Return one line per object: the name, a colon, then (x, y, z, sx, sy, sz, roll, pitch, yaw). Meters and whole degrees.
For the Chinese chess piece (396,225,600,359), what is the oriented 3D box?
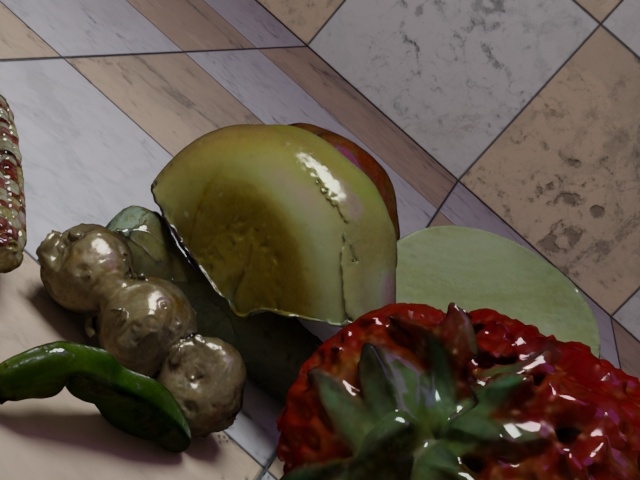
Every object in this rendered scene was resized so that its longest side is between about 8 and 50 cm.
Chinese chess piece: (0.155, 0.096, 1.194, 0.250, 0.101, 0.250, 12, 40, -11)

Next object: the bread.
bread: (-0.016, -0.015, 1.044, 0.260, 0.156, 0.158, 52, 25, 22)

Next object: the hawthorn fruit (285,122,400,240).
hawthorn fruit: (0.000, 0.000, 1.309, 0.248, 0.208, 0.208, 55, 7, -28)

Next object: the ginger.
ginger: (-0.137, 0.069, 0.937, 0.204, 0.080, 0.104, 44, -11, 12)

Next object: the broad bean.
broad bean: (-0.152, 0.106, 0.830, 0.195, 0.061, 0.046, 24, 25, -48)

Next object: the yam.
yam: (-0.047, 0.100, 1.093, 0.371, 0.083, 0.083, 40, 15, -11)

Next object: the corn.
corn: (-0.277, -0.051, 0.953, 0.079, 0.079, 0.237, 30, 23, -37)

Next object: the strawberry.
strawberry: (0.140, 0.206, 0.922, 0.312, 0.267, 0.351, 16, -16, 28)
